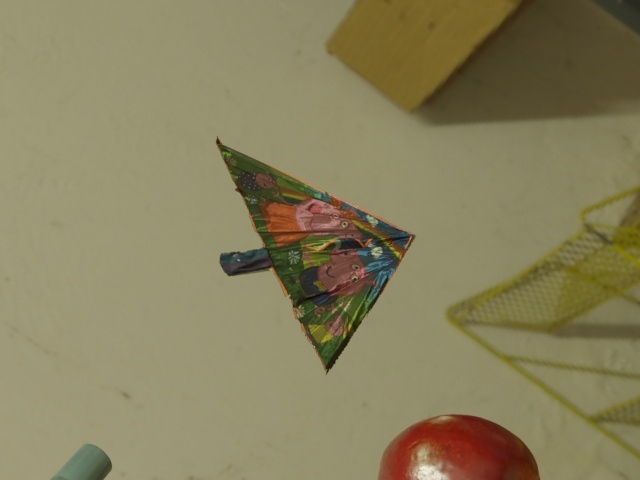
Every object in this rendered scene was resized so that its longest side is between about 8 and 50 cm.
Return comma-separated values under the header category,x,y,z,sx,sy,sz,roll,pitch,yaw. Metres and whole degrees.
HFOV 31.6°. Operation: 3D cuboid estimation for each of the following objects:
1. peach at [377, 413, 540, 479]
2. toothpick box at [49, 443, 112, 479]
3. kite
category,x,y,z,sx,sy,sz,roll,pitch,yaw
peach,0.203,0.353,1.672,0.243,0.243,0.199,-57,-23,-67
toothpick box,-0.304,0.299,1.411,0.083,0.052,0.052,-49,-3,-47
kite,0.000,0.000,1.186,0.234,0.321,0.016,-8,-37,-26
